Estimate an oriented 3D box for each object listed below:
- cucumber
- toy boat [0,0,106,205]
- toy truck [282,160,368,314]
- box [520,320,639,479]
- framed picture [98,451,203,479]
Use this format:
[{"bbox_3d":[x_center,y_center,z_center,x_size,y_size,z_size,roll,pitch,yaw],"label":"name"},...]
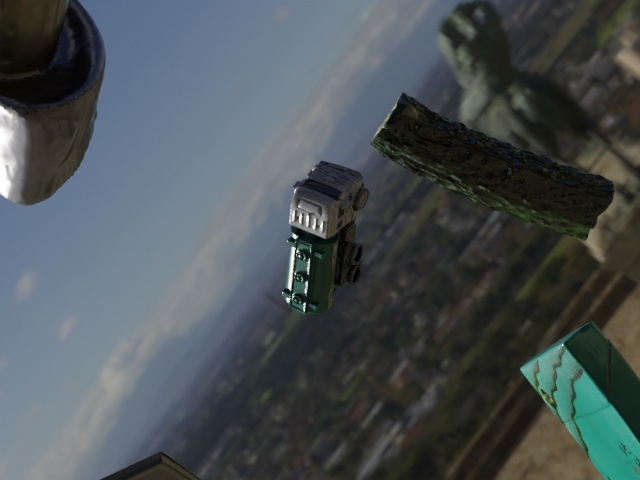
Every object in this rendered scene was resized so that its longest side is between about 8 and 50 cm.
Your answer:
[{"bbox_3d":[0.130,-0.055,1.133,0.058,0.187,0.058,-158,90,-85],"label":"cucumber"},{"bbox_3d":[-0.177,-0.181,0.822,0.276,0.111,0.294,-149,58,-69],"label":"toy boat"},{"bbox_3d":[0.000,0.000,0.846,0.044,0.039,0.083,-43,-32,-46],"label":"toy truck"},{"bbox_3d":[0.273,0.181,1.292,0.042,0.226,0.161,-36,-6,-13],"label":"box"},{"bbox_3d":[-0.143,0.193,0.998,0.149,0.011,0.109,-25,-36,12],"label":"framed picture"}]
